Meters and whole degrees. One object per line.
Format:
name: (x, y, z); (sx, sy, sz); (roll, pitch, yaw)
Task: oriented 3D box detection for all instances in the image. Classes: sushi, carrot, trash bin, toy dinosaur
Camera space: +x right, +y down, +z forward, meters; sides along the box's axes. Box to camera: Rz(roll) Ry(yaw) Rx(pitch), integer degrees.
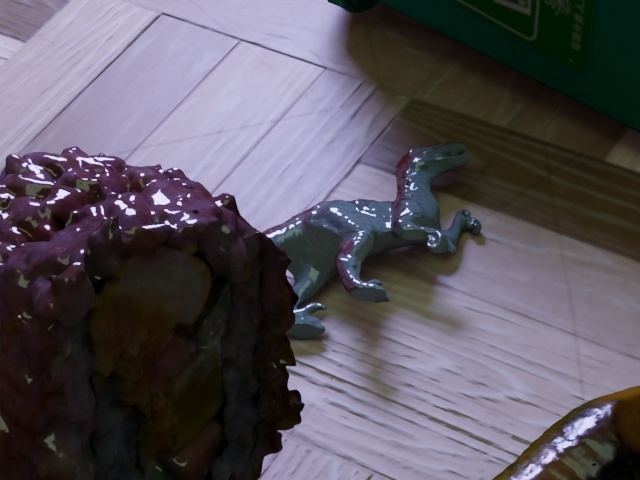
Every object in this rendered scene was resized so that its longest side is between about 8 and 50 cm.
sushi: (-0.145, 0.077, 1.140); (0.171, 0.270, 0.236); (25, 41, 34)
carrot: (0.151, 0.156, 1.149); (0.173, 0.082, 0.082); (-30, 49, -25)
trash bin: (0.202, -0.268, 1.458); (0.295, 0.259, 0.381); (-37, 58, -26)
toy dinosaur: (0.000, 0.000, 1.347); (0.242, 0.053, 0.167); (-10, 44, -1)
